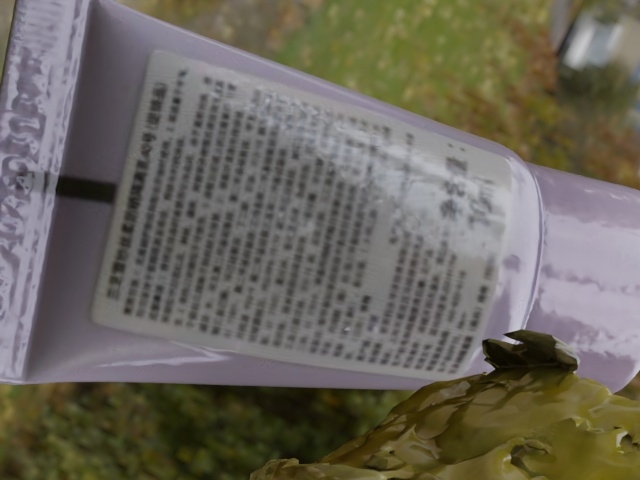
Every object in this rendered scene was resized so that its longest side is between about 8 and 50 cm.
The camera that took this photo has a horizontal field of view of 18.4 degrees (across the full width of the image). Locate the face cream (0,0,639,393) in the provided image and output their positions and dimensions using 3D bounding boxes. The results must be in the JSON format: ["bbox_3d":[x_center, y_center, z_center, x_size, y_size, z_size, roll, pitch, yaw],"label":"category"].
[{"bbox_3d":[0.000,0.000,0.785,0.096,0.274,0.154,-168,-90,-70],"label":"face cream"}]

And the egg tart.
[{"bbox_3d":[0.102,0.110,0.644,0.291,0.291,0.107,108,4,-75],"label":"egg tart"}]
